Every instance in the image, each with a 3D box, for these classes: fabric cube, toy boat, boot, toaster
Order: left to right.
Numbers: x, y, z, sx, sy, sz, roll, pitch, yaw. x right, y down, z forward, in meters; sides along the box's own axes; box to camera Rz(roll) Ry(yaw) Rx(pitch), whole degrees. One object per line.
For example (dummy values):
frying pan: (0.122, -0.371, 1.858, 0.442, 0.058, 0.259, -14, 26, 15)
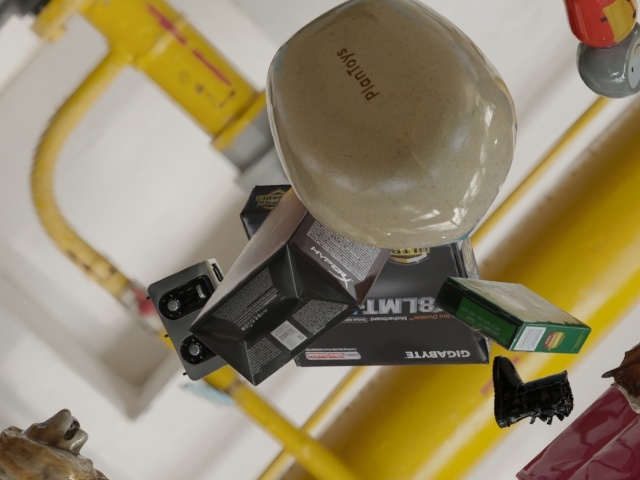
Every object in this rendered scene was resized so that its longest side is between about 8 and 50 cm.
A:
toaster: (-0.185, 0.124, 2.178, 0.110, 0.168, 0.185, -25, 179, 1)
toy boat: (0.120, -0.114, 1.126, 0.318, 0.148, 0.267, -28, -132, 5)
boot: (0.276, 0.190, 1.805, 0.099, 0.045, 0.121, -18, -141, 21)
fabric cube: (0.480, 0.365, 1.961, 0.258, 0.254, 0.259, -43, -166, -4)

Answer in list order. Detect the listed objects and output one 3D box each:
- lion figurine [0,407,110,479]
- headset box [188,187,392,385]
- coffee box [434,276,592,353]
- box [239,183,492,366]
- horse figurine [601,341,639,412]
lion figurine: (-0.287, 0.377, 1.814, 0.142, 0.240, 0.392, -60, 160, -30)
headset box: (0.000, 0.000, 1.611, 0.218, 0.110, 0.293, -40, -168, 44)
coffee box: (0.222, 0.087, 1.577, 0.184, 0.113, 0.040, 7, 111, -56)
box: (0.070, 0.051, 1.913, 0.295, 0.293, 0.073, -1, -141, 21)
horse figurine: (0.345, 0.061, 1.113, 0.263, 0.066, 0.174, -65, -155, 21)
